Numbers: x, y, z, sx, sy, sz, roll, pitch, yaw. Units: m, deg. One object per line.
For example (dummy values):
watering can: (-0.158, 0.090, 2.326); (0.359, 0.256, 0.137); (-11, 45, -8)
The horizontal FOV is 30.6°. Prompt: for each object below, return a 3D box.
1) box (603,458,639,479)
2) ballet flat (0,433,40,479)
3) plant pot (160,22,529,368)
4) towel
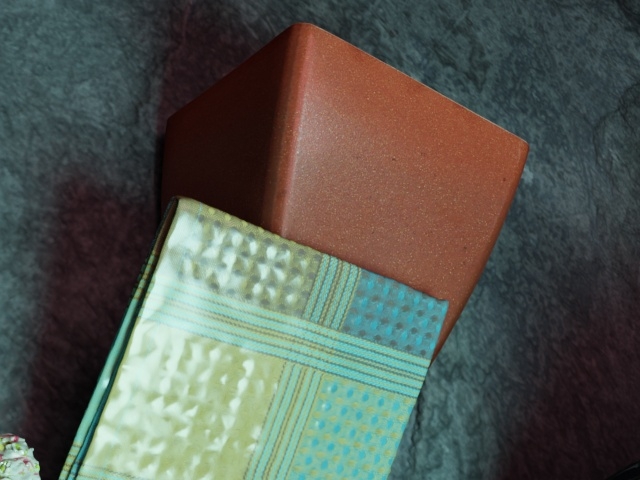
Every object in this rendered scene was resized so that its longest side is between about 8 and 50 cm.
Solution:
box: (0.475, 0.302, 1.120); (0.480, 0.472, 0.297); (-13, 73, -44)
ballet flat: (-0.242, 0.248, 0.813); (0.077, 0.091, 0.241); (42, 42, -59)
plant pot: (0.000, 0.000, 1.089); (0.267, 0.267, 0.236); (24, 63, -26)
towel: (-0.067, 0.180, 0.923); (0.271, 0.040, 0.370); (22, 86, -27)
